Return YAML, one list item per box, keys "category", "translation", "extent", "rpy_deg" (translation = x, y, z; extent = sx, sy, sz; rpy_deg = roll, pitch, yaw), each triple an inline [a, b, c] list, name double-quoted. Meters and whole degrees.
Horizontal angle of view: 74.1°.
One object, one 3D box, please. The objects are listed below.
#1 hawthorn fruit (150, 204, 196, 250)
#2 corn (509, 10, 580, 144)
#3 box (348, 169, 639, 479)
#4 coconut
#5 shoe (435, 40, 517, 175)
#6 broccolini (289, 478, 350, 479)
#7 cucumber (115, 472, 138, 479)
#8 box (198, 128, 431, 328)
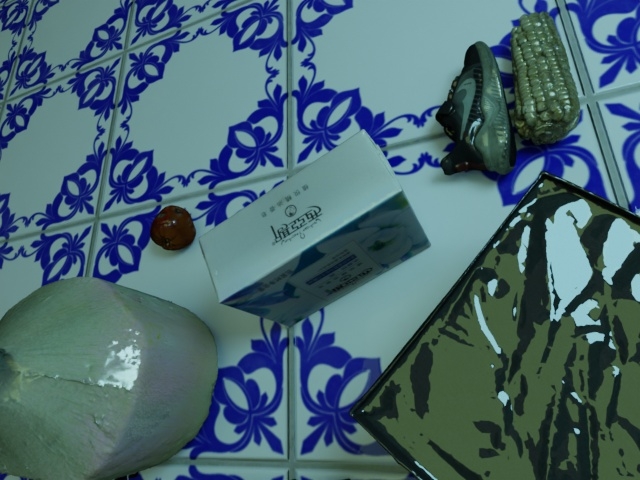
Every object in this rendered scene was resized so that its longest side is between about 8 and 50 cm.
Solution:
- category: "hawthorn fruit"
  translation: [-0.288, -0.026, 0.833]
  extent: [0.093, 0.093, 0.093]
  rpy_deg: [-8, 69, 21]
- category: "corn"
  translation: [0.330, -0.241, 0.636]
  extent: [0.087, 0.087, 0.210]
  rpy_deg: [-5, 63, 22]
- category: "box"
  translation: [0.247, 0.146, 0.456]
  extent: [0.251, 0.204, 0.345]
  rpy_deg: [37, 89, 30]
- category: "coconut"
  translation: [-0.341, 0.206, 0.635]
  extent: [0.298, 0.309, 0.297]
  rpy_deg: [-8, 69, 22]
- category: "shoe"
  translation: [0.230, -0.199, 0.656]
  extent: [0.112, 0.099, 0.227]
  rpy_deg: [-15, 67, 27]
- category: "broccolini"
  translation: [-0.060, 0.374, 0.604]
  extent: [0.216, 0.067, 0.058]
  rpy_deg: [-10, 71, 11]
- category: "cucumber"
  translation: [-0.391, 0.409, 0.743]
  extent: [0.163, 0.043, 0.039]
  rpy_deg: [-18, 28, 16]
- category: "box"
  translation: [0.001, 0.002, 0.618]
  extent: [0.274, 0.203, 0.116]
  rpy_deg: [-31, 62, 10]
